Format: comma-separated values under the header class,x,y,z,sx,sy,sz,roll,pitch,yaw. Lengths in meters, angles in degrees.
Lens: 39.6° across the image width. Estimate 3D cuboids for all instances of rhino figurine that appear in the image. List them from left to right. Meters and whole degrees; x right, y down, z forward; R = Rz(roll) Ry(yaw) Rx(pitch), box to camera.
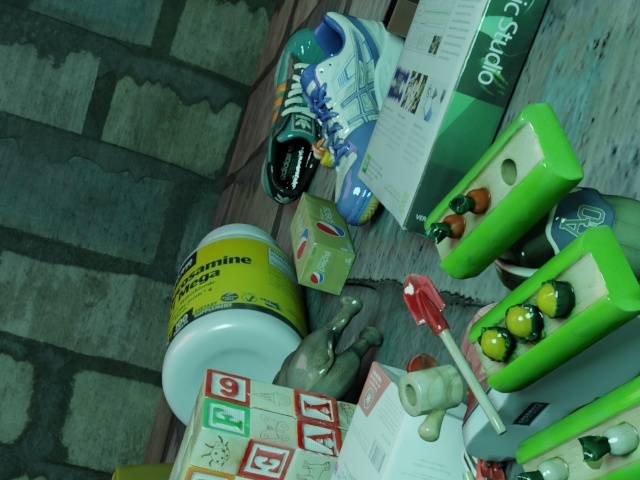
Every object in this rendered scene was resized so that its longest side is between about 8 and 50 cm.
class,x,y,z,sx,sy,sz,roll,pitch,yaw
rhino figurine,-0.015,0.157,0.941,0.106,0.073,0.243,-52,-4,-37

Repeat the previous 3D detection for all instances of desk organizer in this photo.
class,x,y,z,sx,sy,sz,roll,pitch,yaw
desk organizer,0.105,-0.293,1.123,0.130,0.050,0.047,-98,27,-62

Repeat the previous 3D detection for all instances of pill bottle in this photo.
class,x,y,z,sx,sy,sz,roll,pitch,yaw
pill bottle,-0.114,0.107,1.231,0.334,0.188,0.188,-101,31,-64

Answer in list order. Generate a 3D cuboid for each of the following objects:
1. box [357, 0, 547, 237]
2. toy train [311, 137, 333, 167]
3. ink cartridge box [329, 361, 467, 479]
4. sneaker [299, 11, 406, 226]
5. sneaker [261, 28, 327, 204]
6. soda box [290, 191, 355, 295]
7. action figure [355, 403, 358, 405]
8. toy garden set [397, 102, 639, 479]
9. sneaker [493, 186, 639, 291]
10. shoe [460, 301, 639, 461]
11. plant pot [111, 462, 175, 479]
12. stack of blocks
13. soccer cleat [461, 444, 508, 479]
class,x,y,z,sx,sy,sz,roll,pitch,yaw
box,0.132,-0.179,0.858,0.232,0.058,0.322,-116,43,-72
toy train,0.020,-0.172,1.343,0.166,0.046,0.125,-135,63,-76
ink cartridge box,0.049,0.207,0.679,0.115,0.067,0.198,-138,67,-77
sneaker,0.028,-0.153,1.096,0.112,0.131,0.296,128,154,-54
sneaker,-0.029,-0.207,1.488,0.121,0.108,0.302,-152,71,-76
soda box,0.000,0.000,1.180,0.181,0.058,0.061,-104,33,-65
action figure,0.022,0.195,0.907,0.115,0.030,0.038,124,164,-48
toy garden set,0.092,0.091,0.452,0.204,0.049,0.244,-55,49,55
sneaker,0.134,-0.003,0.540,0.192,0.086,0.064,169,117,-76
shoe,0.130,0.060,0.527,0.178,0.063,0.081,115,160,-51
plant pot,-0.233,0.438,1.315,0.212,0.187,0.212,167,119,-76
stack of blocks,-0.070,0.283,0.854,0.087,0.171,0.297,-98,27,-62
soccer cleat,0.109,0.137,0.603,0.035,0.029,0.083,129,151,-50
